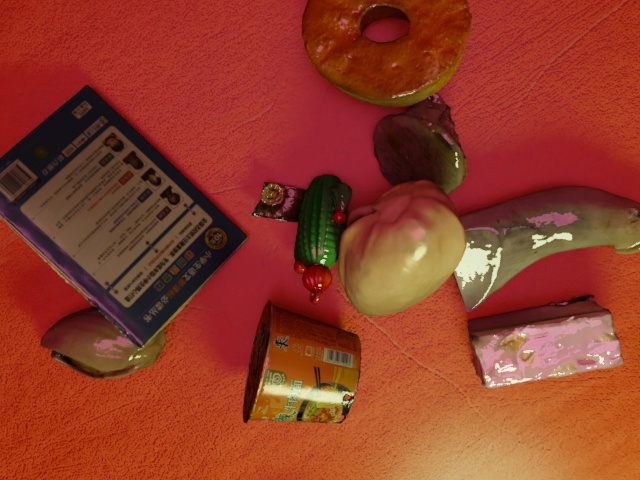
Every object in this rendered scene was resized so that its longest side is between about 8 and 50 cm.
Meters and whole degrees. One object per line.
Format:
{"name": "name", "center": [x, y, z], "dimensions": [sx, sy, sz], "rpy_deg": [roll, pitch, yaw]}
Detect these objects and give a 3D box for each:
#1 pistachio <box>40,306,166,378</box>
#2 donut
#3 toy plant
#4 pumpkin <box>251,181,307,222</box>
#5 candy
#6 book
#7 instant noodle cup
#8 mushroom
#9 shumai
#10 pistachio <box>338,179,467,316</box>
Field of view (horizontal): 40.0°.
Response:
{"name": "pistachio", "center": [-0.414, 0.191, 1.679], "dimensions": [0.238, 0.153, 0.137], "rpy_deg": [-9, 136, 4]}
{"name": "donut", "center": [0.121, -0.370, 1.576], "dimensions": [0.303, 0.110, 0.302], "rpy_deg": [-4, 74, 12]}
{"name": "toy plant", "center": [-0.004, -0.007, 1.640], "dimensions": [0.088, 0.155, 0.240], "rpy_deg": [16, 89, -27]}
{"name": "pumpkin", "center": [-0.080, -0.073, 1.689], "dimensions": [0.101, 0.035, 0.073], "rpy_deg": [13, 92, -22]}
{"name": "candy", "center": [0.413, 0.190, 1.647], "dimensions": [0.265, 0.155, 0.115], "rpy_deg": [-10, 99, 3]}
{"name": "book", "center": [-0.383, -0.049, 1.635], "dimensions": [0.428, 0.039, 0.300], "rpy_deg": [44, 69, -3]}
{"name": "instant noodle cup", "center": [-0.034, 0.240, 1.640], "dimensions": [0.182, 0.230, 0.230], "rpy_deg": [11, 96, -10]}
{"name": "mushroom", "center": [0.431, -0.014, 1.643], "dimensions": [0.397, 0.126, 0.177], "rpy_deg": [-19, 105, 3]}
{"name": "shumai", "center": [0.197, -0.181, 1.637], "dimensions": [0.201, 0.201, 0.120], "rpy_deg": [45, 55, -4]}
{"name": "pistachio", "center": [0.141, 0.023, 1.580], "dimensions": [0.214, 0.318, 0.193], "rpy_deg": [19, 53, 2]}
